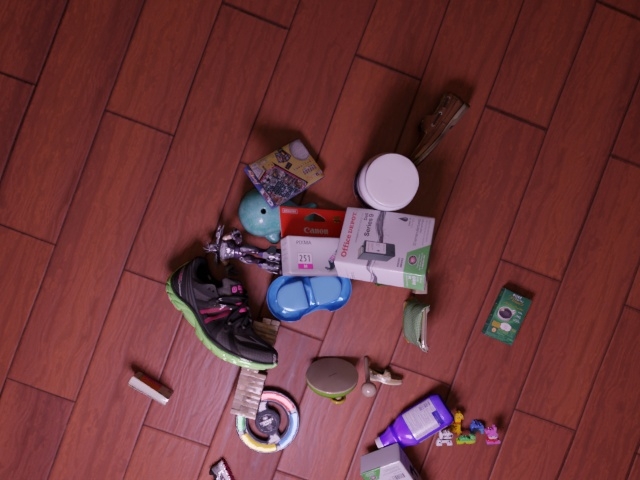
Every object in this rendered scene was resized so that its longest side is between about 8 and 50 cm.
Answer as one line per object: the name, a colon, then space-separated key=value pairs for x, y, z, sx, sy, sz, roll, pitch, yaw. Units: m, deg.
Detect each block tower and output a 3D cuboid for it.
block tower: x=-0.222 y=0.434 z=1.840 sx=0.091 sy=0.097 sz=0.335 roll=14 pitch=82 yaw=1

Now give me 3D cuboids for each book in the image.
book: x=-0.584 y=0.509 z=1.840 sx=0.144 sy=0.096 sz=0.035 roll=32 pitch=89 yaw=-2

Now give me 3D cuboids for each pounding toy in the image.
pounding toy: x=0.066 y=0.507 z=1.855 sx=0.237 sy=0.183 sz=0.110 roll=-2 pitch=117 yaw=-6

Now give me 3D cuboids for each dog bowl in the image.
dog bowl: x=-0.041 y=0.181 z=1.870 sx=0.298 sy=0.074 sz=0.165 roll=-15 pitch=92 yaw=-3

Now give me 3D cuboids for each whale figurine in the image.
whale figurine: x=-0.146 y=-0.094 z=1.823 sx=0.272 sy=0.141 sz=0.216 roll=8 pitch=91 yaw=-5

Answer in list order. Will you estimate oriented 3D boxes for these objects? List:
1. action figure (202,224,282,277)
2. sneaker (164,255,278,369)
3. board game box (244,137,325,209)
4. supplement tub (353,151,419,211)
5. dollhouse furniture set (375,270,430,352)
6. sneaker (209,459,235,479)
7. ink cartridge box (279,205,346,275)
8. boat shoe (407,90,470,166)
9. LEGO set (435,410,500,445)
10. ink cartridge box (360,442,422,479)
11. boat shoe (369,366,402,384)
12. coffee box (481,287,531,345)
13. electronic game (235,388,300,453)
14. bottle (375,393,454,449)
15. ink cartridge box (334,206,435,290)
action figure: x=-0.264 y=0.044 z=1.826 sx=0.285 sy=0.099 sz=0.185 roll=10 pitch=126 yaw=-2
sneaker: x=-0.312 y=0.235 z=1.742 sx=0.483 sy=0.185 sz=0.202 roll=42 pitch=97 yaw=15
board game box: x=-0.118 y=-0.229 z=1.802 sx=0.243 sy=0.042 sz=0.165 roll=-35 pitch=90 yaw=-36
supplement tub: x=0.215 y=-0.190 z=1.772 sx=0.191 sy=0.272 sz=0.191 roll=0 pitch=91 yaw=-3
dollhouse furniture set: x=0.275 y=0.217 z=1.824 sx=0.152 sy=0.197 sz=0.301 roll=1 pitch=91 yaw=-4
sneaker: x=-0.343 y=0.868 z=1.881 sx=0.075 sy=0.063 sz=0.170 roll=-24 pitch=88 yaw=-2
ink cartridge box: x=0.000 y=0.000 z=1.785 sx=0.275 sy=0.060 sz=0.238 roll=2 pitch=76 yaw=-29
boat shoe: x=0.389 y=-0.389 z=1.866 sx=0.104 sy=0.111 sz=0.307 roll=40 pitch=80 yaw=0
LEGO set: x=0.521 y=0.667 z=1.903 sx=0.228 sy=0.087 sz=0.093 roll=-2 pitch=107 yaw=-3
ink cartridge box: x=0.253 y=0.829 z=1.853 sx=0.153 sy=0.087 sz=0.208 roll=-26 pitch=110 yaw=15
boat shoe: x=0.230 y=0.485 z=1.903 sx=0.136 sy=0.050 sz=0.045 roll=11 pitch=96 yaw=-3
coffee box: x=0.675 y=0.275 z=1.924 sx=0.113 sy=0.040 sz=0.184 roll=23 pitch=91 yaw=-4
electronic game: x=-0.188 y=0.643 z=1.888 sx=0.230 sy=0.048 sz=0.229 roll=0 pitch=92 yaw=-2
bottle: x=0.328 y=0.660 z=1.882 sx=0.283 sy=0.092 sz=0.118 roll=-35 pitch=60 yaw=6
ink cartridge box: x=0.207 y=0.024 z=1.700 sx=0.289 sy=0.121 sz=0.211 roll=8 pitch=65 yaw=14
